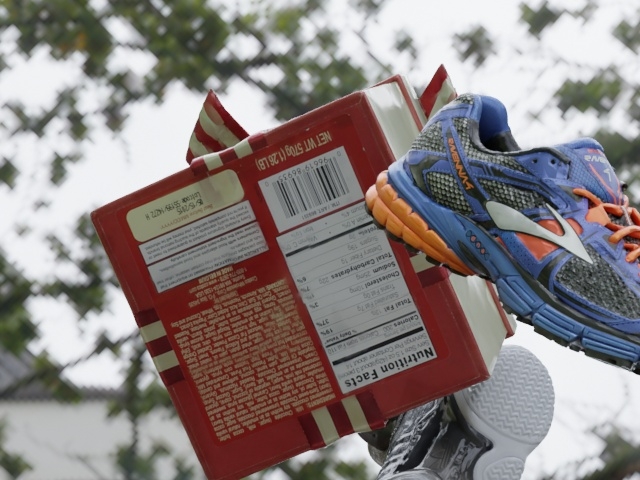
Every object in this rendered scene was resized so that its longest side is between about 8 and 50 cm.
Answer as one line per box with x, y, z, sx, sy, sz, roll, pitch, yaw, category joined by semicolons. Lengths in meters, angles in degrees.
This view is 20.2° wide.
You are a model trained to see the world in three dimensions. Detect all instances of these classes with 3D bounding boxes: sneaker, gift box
0.115;-0.002;0.827;0.221;0.087;0.083;33;11;33;sneaker
0.000;0.000;1.345;0.258;0.255;0.276;-31;103;-79;gift box
0.075;0.200;1.460;0.101;0.268;0.153;46;-26;-17;sneaker
